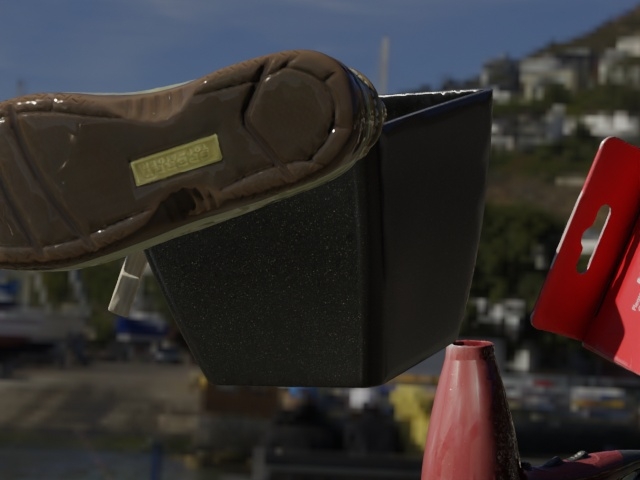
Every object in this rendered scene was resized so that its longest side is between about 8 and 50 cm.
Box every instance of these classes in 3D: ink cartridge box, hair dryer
[{"bbox_3d":[0.257,0.032,1.134,0.231,0.134,0.078,17,8,-32],"label":"ink cartridge box"},{"bbox_3d":[0.160,0.194,1.431,0.080,0.223,0.293,0,-47,44],"label":"hair dryer"}]

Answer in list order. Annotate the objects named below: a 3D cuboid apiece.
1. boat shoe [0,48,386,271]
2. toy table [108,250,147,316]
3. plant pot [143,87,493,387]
[{"bbox_3d":[-0.065,-0.027,0.702,0.190,0.068,0.072,-8,-1,18],"label":"boat shoe"},{"bbox_3d":[-0.188,-0.046,2.161,0.274,0.252,0.161,11,38,2],"label":"toy table"},{"bbox_3d":[0.000,0.000,1.168,0.187,0.167,0.188,-2,10,29],"label":"plant pot"}]
